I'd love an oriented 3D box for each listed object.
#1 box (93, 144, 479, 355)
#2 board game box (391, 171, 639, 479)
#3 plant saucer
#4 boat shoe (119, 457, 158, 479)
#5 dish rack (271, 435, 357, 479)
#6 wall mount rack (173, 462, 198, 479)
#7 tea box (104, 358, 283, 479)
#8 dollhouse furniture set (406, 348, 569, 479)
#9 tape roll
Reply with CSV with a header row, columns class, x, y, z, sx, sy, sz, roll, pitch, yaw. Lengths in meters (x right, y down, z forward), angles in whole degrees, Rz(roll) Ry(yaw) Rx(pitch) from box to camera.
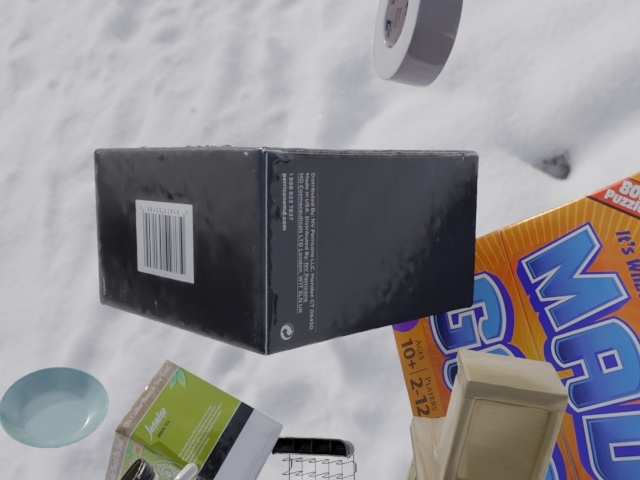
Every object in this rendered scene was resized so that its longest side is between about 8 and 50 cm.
class,x,y,z,sx,sy,sz,roll,pitch,yaw
box,-0.036,-0.011,0.773,0.296,0.294,0.182,8,101,47
board game box,0.352,0.178,0.939,0.357,0.356,0.356,-25,65,31
plant saucer,-0.501,0.321,1.366,0.195,0.037,0.195,9,36,-7
boat shoe,-0.266,0.344,0.960,0.046,0.038,0.125,-10,27,42
dish rack,-0.009,0.602,1.717,0.208,0.074,0.271,-6,80,29
wall mount rack,-0.198,0.480,0.919,0.131,0.349,0.304,-11,31,-2
tea box,-0.306,0.510,1.713,0.324,0.329,0.220,29,46,4
dollhouse furniture set,0.124,0.137,0.360,0.161,0.101,0.181,10,108,-1
tape roll,0.155,-0.365,1.187,0.072,0.219,0.219,7,61,-14
